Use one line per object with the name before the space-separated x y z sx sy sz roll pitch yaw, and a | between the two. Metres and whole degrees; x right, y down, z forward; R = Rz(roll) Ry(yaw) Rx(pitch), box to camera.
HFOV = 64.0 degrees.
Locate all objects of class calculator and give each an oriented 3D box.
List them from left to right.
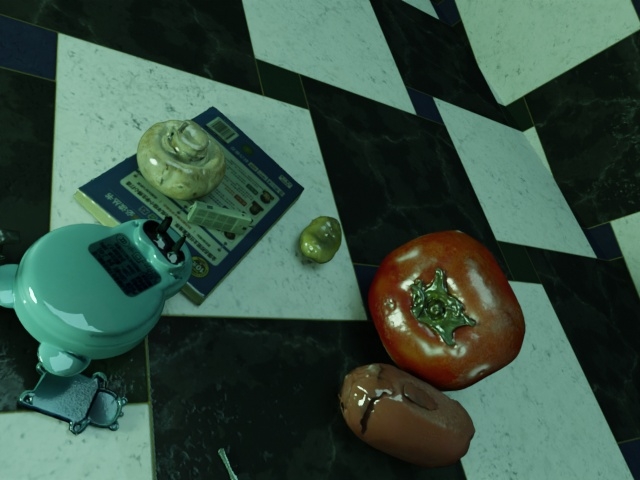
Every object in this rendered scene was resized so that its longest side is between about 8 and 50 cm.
calculator | -0.350 0.227 0.738 0.141 0.019 0.094 30 45 -20

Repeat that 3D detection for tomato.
tomato | 0.270 0.145 1.103 0.325 0.293 0.290 57 12 20

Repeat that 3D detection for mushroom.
mushroom | -0.259 -0.155 0.964 0.166 0.127 0.166 15 55 -21

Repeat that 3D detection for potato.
potato | 0.000 0.000 1.154 0.091 0.070 0.138 44 44 -5

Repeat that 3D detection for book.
book | -0.236 -0.099 1.062 0.300 0.039 0.428 43 42 -4

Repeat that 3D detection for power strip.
power strip | -0.188 -0.041 0.988 0.136 0.051 0.019 15 44 -30

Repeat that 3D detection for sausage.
sausage | 0.159 0.332 0.970 0.279 0.152 0.152 30 45 -17

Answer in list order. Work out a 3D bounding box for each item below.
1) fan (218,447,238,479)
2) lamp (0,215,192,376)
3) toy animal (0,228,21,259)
fan | -0.118 0.406 0.797 0.113 0.005 0.175 -17 72 -44
lamp | -0.324 0.062 0.786 0.284 0.147 0.209 -38 87 -34
toy animal | -0.531 0.013 0.662 0.244 0.146 0.115 5 62 -35
